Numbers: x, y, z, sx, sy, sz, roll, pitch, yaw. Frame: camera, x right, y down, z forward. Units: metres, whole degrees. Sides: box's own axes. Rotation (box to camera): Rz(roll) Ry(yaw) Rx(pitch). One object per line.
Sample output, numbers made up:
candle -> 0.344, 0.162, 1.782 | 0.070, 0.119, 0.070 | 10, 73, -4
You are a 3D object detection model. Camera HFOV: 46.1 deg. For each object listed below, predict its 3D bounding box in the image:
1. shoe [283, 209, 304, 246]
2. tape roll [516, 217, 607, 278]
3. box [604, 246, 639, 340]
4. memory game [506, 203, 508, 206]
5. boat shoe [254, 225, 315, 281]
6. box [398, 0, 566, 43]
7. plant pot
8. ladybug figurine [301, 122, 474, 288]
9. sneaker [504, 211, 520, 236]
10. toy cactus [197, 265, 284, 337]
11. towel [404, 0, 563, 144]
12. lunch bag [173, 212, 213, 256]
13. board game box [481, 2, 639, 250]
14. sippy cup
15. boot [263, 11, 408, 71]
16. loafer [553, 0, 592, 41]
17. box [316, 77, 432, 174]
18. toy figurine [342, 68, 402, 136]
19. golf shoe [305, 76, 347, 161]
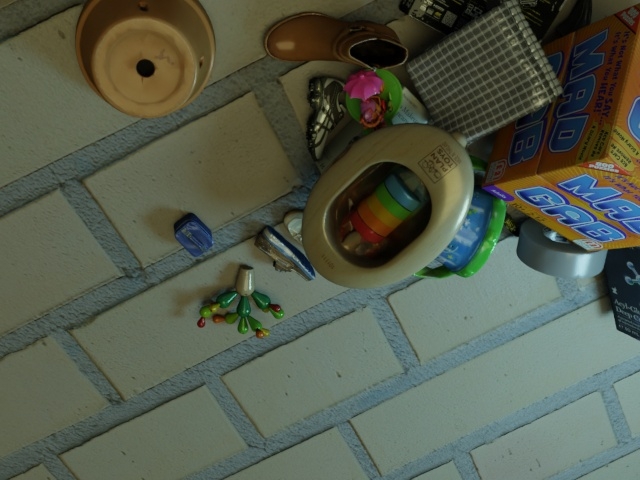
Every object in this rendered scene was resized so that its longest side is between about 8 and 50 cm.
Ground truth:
shoe -> 0.000, 0.000, 1.869 | 0.219, 0.058, 0.076 | 36, 105, -26
tape roll -> 0.615, 0.014, 1.915 | 0.219, 0.219, 0.072 | -3, 118, -10
box -> 0.925, 0.092, 1.954 | 0.212, 0.293, 0.396 | -32, 120, -17
memory game -> 0.445, -0.067, 1.872 | 0.012, 0.186, 0.186 | 28, 111, 7
boat shoe -> -0.089, 0.044, 1.876 | 0.066, 0.066, 0.183 | -40, 108, 15
box -> 0.373, -0.547, 1.653 | 0.322, 0.079, 0.257 | 21, 109, -21
plant pot -> -0.353, -0.372, 1.518 | 0.290, 0.203, 0.291 | -5, 118, -9
ladybug figurine -> 0.154, -0.082, 1.651 | 0.449, 0.162, 0.305 | -39, 90, 27
sneaker -> 0.499, -0.042, 1.967 | 0.031, 0.035, 0.083 | -42, 118, 10
toy cactus -> -0.197, 0.156, 1.896 | 0.218, 0.112, 0.181 | 5, 106, -5
towel -> 0.335, -0.340, 1.600 | 0.283, 0.121, 0.235 | -26, 99, 42
lunch bag -> -0.302, -0.008, 1.797 | 0.067, 0.065, 0.098 | -38, 118, 9
board game box -> 0.639, -0.221, 1.643 | 0.356, 0.356, 0.357 | 26, 73, -23
sippy cup -> 0.292, -0.055, 1.823 | 0.224, 0.240, 0.306 | 21, 88, -11
boot -> 0.032, -0.401, 1.573 | 0.283, 0.220, 0.109 | 0, 116, -12
loafer -> 0.574, -0.483, 1.740 | 0.061, 0.062, 0.170 | 10, 113, -12
box -> 0.122, -0.237, 1.751 | 0.113, 0.094, 0.275 | 37, 105, -25
toy figurine -> 0.101, -0.295, 1.603 | 0.130, 0.159, 0.173 | -6, 91, 16
golf shoe -> 0.016, -0.273, 1.720 | 0.093, 0.077, 0.198 | -1, 118, -12
